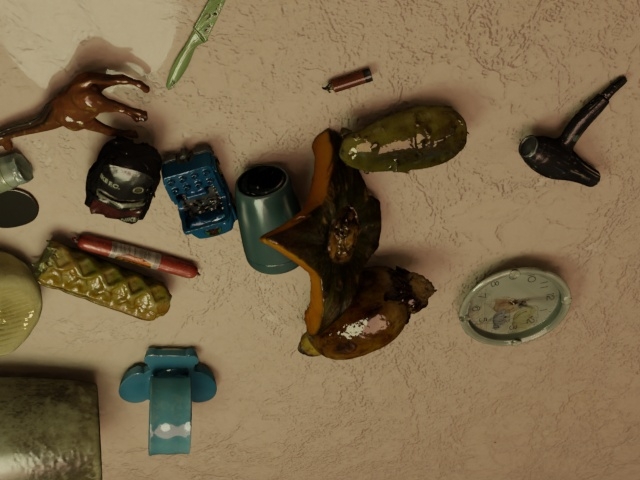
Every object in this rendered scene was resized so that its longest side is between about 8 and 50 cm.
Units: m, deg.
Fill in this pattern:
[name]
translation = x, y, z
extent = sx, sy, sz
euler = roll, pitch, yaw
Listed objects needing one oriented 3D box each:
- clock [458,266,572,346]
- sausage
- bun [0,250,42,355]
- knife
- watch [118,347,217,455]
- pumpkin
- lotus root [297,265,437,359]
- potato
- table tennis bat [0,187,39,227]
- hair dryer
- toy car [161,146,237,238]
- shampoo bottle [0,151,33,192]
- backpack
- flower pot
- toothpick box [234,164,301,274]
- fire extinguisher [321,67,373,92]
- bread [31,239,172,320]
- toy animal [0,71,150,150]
[clock]
translation = 0.403, 0.129, 1.846
extent = 0.237, 0.053, 0.236
euler = -4, 131, -4
[sausage]
translation = -0.343, 0.030, 1.658
extent = 0.253, 0.034, 0.034
euler = 17, 129, -22
[bun]
translation = -0.639, 0.113, 1.627
extent = 0.229, 0.145, 0.229
euler = -28, 137, -30
[knife]
translation = -0.191, -0.312, 1.364
extent = 0.030, 0.014, 0.207
euler = 20, 127, -23
[watch]
translation = -0.320, 0.350, 1.855
extent = 0.211, 0.193, 0.210
euler = -5, 136, -5
[pumpkin]
translation = 0.017, -0.004, 1.552
extent = 0.095, 0.258, 0.290
euler = 14, 149, 33
[lotus root]
translation = 0.072, 0.147, 1.735
extent = 0.314, 0.169, 0.141
euler = -32, 116, 22
[potato]
translation = 0.141, -0.167, 1.493
extent = 0.226, 0.090, 0.117
euler = -10, 127, -6
[table tennis bat]
translation = -0.578, -0.051, 1.558
extent = 0.157, 0.013, 0.087
euler = -11, 135, 1
[hair dryer]
translation = 0.474, -0.194, 1.551
extent = 0.196, 0.075, 0.219
euler = 16, 122, -35
[toy car]
translation = -0.209, -0.069, 1.534
extent = 0.097, 0.100, 0.191
euler = -15, 137, 3
[shampoo bottle]
translation = -0.595, -0.091, 1.492
extent = 0.213, 0.049, 0.072
euler = -19, 133, 9
[backpack]
translation = -0.329, -0.098, 1.466
extent = 0.120, 0.105, 0.165
euler = 12, 152, -13
[flower pot]
translation = -0.625, 0.417, 1.829
extent = 0.331, 0.293, 0.293
euler = -3, 134, -16
[toothpick box]
translation = -0.089, -0.040, 1.569
extent = 0.121, 0.120, 0.184
euler = -9, 131, 0
[fire extinguisher]
translation = 0.043, -0.260, 1.440
extent = 0.083, 0.022, 0.028
euler = -16, 170, 8
[bread]
translation = -0.404, 0.081, 1.658
extent = 0.270, 0.087, 0.098
euler = 23, 125, -28
[toy animal]
translation = -0.405, -0.198, 1.414
extent = 0.230, 0.066, 0.224
euler = 4, 153, -24
